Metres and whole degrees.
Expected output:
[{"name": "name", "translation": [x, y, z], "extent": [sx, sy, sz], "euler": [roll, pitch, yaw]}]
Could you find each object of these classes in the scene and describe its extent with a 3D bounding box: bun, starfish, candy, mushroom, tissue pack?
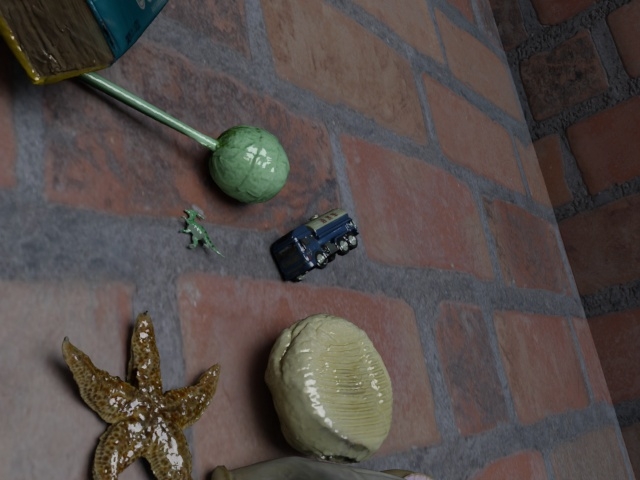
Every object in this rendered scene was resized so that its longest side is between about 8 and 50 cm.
[{"name": "bun", "translation": [0.001, 0.220, 0.889], "extent": [0.220, 0.134, 0.221], "euler": [29, 45, -34]}, {"name": "starfish", "translation": [-0.194, 0.201, 0.710], "extent": [0.277, 0.062, 0.236], "euler": [51, 38, -14]}, {"name": "candy", "translation": [-0.227, -0.176, 0.858], "extent": [0.439, 0.119, 0.119], "euler": [27, 51, -33]}, {"name": "mushroom", "translation": [0.028, 0.349, 0.784], "extent": [0.351, 0.097, 0.109], "euler": [16, 56, -6]}, {"name": "tissue pack", "translation": [-0.298, -0.326, 0.728], "extent": [0.271, 0.133, 0.192], "euler": [-87, 162, -56]}]

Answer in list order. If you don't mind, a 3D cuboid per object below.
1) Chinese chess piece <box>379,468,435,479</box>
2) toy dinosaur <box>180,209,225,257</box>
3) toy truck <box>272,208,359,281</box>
[{"name": "Chinese chess piece", "translation": [0.124, 0.490, 0.915], "extent": [0.270, 0.112, 0.270], "euler": [30, 49, -40]}, {"name": "toy dinosaur", "translation": [-0.174, -0.011, 0.888], "extent": [0.083, 0.021, 0.062], "euler": [35, 33, -35]}, {"name": "toy truck", "translation": [0.000, 0.000, 1.058], "extent": [0.201, 0.074, 0.088], "euler": [-30, 91, -55]}]
